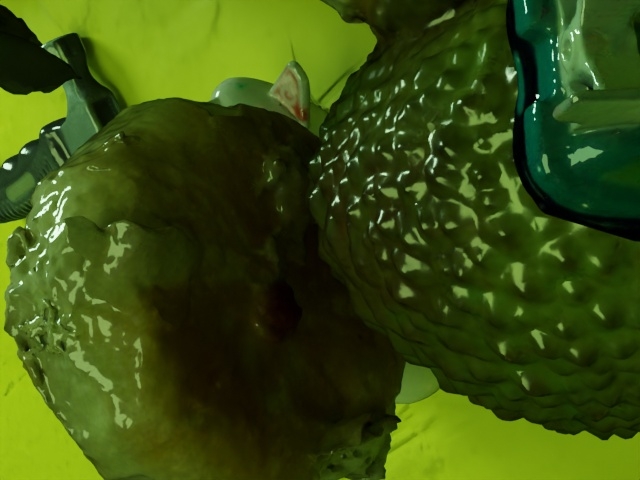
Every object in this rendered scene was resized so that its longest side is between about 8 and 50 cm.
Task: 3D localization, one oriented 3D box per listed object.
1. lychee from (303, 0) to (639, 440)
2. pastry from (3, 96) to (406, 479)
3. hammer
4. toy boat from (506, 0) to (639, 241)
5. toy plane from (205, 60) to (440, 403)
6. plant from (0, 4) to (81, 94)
[{"bbox_3d":[0.121,-0.044,0.818,0.270,0.270,0.320,13,154,42],"label":"lychee"},{"bbox_3d":[-0.048,0.033,0.898,0.121,0.257,0.236,-16,83,47],"label":"pastry"},{"bbox_3d":[-0.228,-0.062,1.333,0.226,0.041,0.159,-24,91,49],"label":"hammer"},{"bbox_3d":[0.231,-0.071,0.663,0.092,0.298,0.134,136,131,-76],"label":"toy boat"},{"bbox_3d":[0.003,-0.001,1.071,0.252,0.118,0.252,25,130,34],"label":"toy plane"},{"bbox_3d":[-0.296,-0.196,1.026,0.213,0.215,0.312,10,130,39],"label":"plant"}]
